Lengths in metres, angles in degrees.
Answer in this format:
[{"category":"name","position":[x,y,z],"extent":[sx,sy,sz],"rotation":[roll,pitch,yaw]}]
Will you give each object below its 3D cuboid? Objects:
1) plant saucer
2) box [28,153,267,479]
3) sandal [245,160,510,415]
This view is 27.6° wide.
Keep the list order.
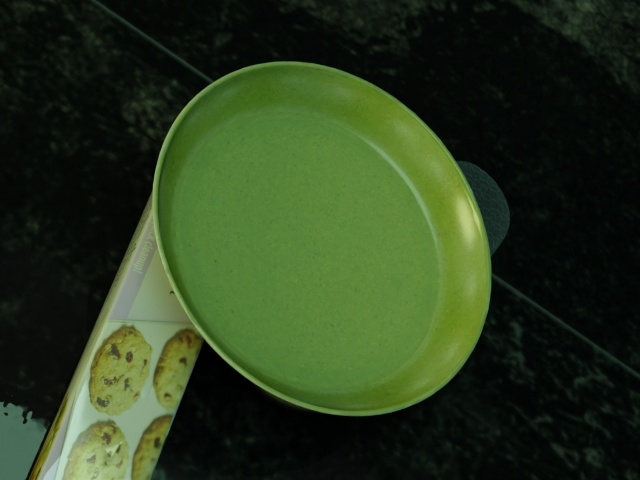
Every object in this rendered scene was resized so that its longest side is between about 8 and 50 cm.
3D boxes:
[{"category":"plant saucer","position":[0.000,0.000,0.837],"extent":[0.241,0.037,0.240],"rotation":[12,63,-24]},{"category":"box","position":[-0.120,0.090,0.810],"extent":[0.067,0.063,0.324],"rotation":[26,63,-11]},{"category":"sandal","position":[0.043,0.039,0.904],"extent":[0.254,0.054,0.097],"rotation":[-37,93,-36]}]
